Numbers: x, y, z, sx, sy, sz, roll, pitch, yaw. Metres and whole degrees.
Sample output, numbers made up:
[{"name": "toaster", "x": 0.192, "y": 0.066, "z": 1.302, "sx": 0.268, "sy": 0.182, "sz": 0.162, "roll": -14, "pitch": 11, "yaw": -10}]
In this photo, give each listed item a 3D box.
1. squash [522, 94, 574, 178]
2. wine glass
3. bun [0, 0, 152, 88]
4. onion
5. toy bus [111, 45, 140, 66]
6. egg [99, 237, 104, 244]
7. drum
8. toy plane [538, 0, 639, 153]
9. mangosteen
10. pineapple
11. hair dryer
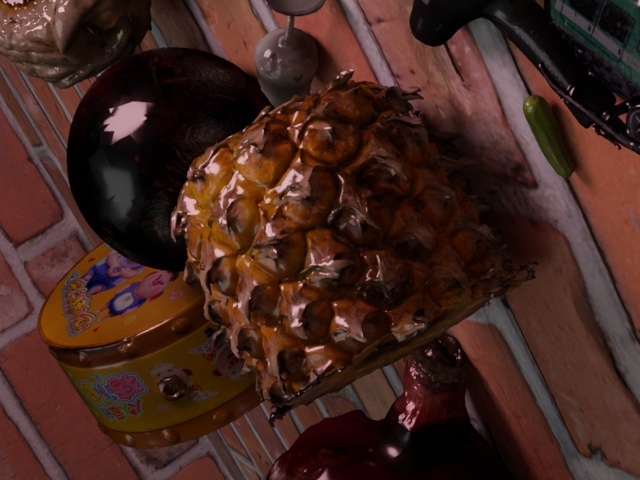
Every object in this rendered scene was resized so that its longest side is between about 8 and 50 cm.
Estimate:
[{"name": "squash", "x": 0.208, "y": -0.095, "z": 1.051, "sx": 0.027, "sy": 0.027, "sz": 0.089, "roll": 22, "pitch": 145, "yaw": 58}, {"name": "wine glass", "x": -0.037, "y": -0.232, "z": 1.338, "sx": 0.079, "sy": 0.079, "sz": 0.195, "roll": 49, "pitch": 159, "yaw": 18}, {"name": "bun", "x": -0.347, "y": -0.347, "z": 1.631, "sx": 0.205, "sy": 0.281, "sz": 0.281, "roll": 47, "pitch": 159, "yaw": 17}, {"name": "onion", "x": 0.132, "y": 0.334, "z": 1.573, "sx": 0.398, "sy": 0.398, "sz": 0.420, "roll": 39, "pitch": 111, "yaw": 41}, {"name": "toy bus", "x": -0.355, "y": -0.378, "z": 1.872, "sx": 0.081, "sy": 0.074, "sz": 0.226, "roll": 46, "pitch": 159, "yaw": 30}, {"name": "egg", "x": -0.327, "y": -0.010, "z": 2.214, "sx": 0.201, "sy": 0.201, "sz": 0.244, "roll": 19, "pitch": 137, "yaw": 60}, {"name": "drum", "x": -0.226, "y": 0.123, "z": 1.862, "sx": 0.431, "sy": 0.431, "sz": 0.214, "roll": 24, "pitch": 145, "yaw": 57}, {"name": "toy plane", "x": 0.266, "y": -0.124, "z": 0.765, "sx": 0.382, "sy": 0.106, "sz": 0.155, "roll": 48, "pitch": 149, "yaw": 36}, {"name": "mangosteen", "x": -0.206, "y": -0.117, "z": 1.595, "sx": 0.330, "sy": 0.330, "sz": 0.330, "roll": 47, "pitch": 159, "yaw": 24}, {"name": "pineapple", "x": 0.023, "y": -0.003, "z": 1.220, "sx": 0.300, "sy": 0.352, "sz": 0.352, "roll": 65, "pitch": 162, "yaw": 4}, {"name": "hair dryer", "x": 0.173, "y": -0.152, "z": 0.973, "sx": 0.272, "sy": 0.091, "sz": 0.235, "roll": 50, "pitch": 170, "yaw": 4}]
